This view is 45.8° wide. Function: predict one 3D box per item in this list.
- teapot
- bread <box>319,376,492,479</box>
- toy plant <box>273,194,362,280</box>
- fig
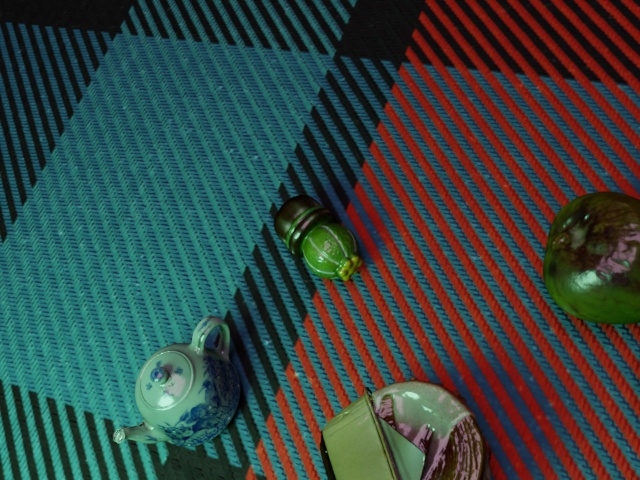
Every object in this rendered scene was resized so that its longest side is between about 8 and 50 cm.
[{"bbox_3d":[-0.212,0.219,1.149,0.159,0.159,0.232,30,77,29],"label":"teapot"},{"bbox_3d":[0.117,0.291,1.001,0.212,0.142,0.224,-26,58,9],"label":"bread"},{"bbox_3d":[0.000,0.000,1.219,0.093,0.093,0.162,-43,59,-5],"label":"toy plant"},{"bbox_3d":[0.405,0.028,1.027,0.191,0.181,0.181,26,73,1],"label":"fig"}]
